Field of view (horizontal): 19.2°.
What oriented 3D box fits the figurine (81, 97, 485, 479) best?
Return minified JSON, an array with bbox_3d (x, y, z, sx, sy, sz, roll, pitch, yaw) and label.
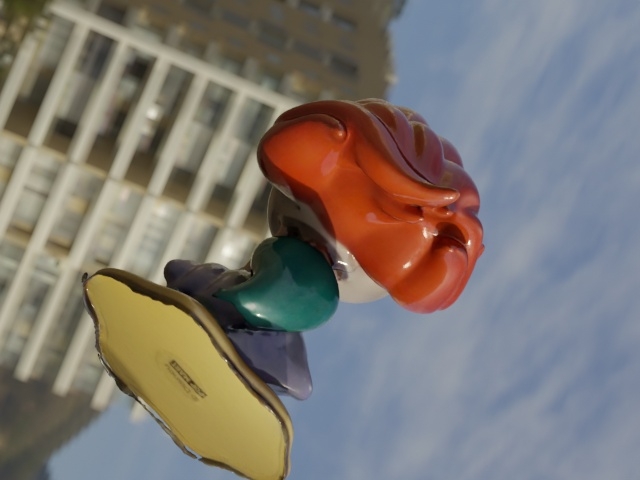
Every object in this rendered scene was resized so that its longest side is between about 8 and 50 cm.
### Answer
[{"bbox_3d":[0.005,0.007,1.166,0.257,0.181,0.208,-46,147,-29],"label":"figurine"}]
